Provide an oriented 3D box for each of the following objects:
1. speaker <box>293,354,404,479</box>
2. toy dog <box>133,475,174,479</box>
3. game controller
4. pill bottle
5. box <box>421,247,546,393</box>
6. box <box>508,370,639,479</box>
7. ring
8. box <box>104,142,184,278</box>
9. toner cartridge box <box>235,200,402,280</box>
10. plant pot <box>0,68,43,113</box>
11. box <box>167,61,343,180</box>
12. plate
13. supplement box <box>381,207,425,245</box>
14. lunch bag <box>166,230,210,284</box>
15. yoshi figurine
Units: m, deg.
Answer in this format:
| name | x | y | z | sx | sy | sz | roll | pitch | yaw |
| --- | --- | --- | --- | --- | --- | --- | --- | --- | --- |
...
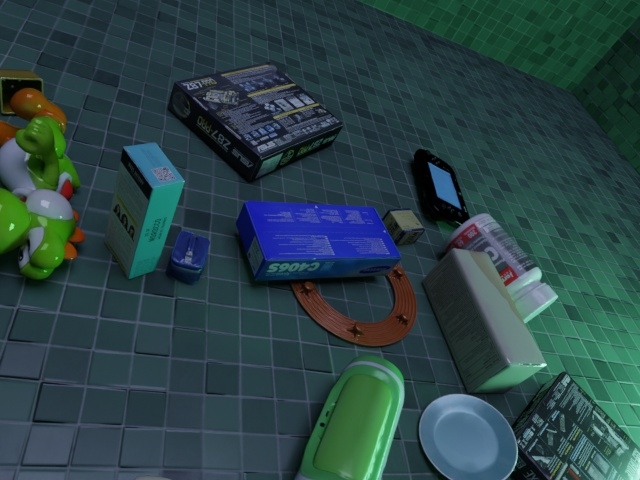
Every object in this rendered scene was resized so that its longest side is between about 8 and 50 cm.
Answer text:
| name | x | y | z | sx | sy | sz | roll | pitch | yaw |
| --- | --- | --- | --- | --- | --- | --- | --- | --- | --- |
| speaker | 0.052 | 0.335 | 0.844 | 0.131 | 0.131 | 0.296 | 33 | 40 | 0 |
| toy dog | -0.288 | 0.390 | 0.458 | 0.408 | 0.284 | 0.395 | 14 | 43 | -18 |
| game controller | 0.383 | -0.166 | 1.598 | 0.167 | 0.067 | 0.319 | 16 | 44 | -18 |
| pill bottle | 0.472 | 0.079 | 1.337 | 0.161 | 0.161 | 0.283 | -14 | 58 | -41 |
| box | 0.369 | 0.184 | 1.182 | 0.121 | 0.148 | 0.311 | 8 | 48 | -27 |
| box | 0.535 | 0.454 | 1.072 | 0.308 | 0.076 | 0.242 | -23 | 65 | -44 |
| ring | 0.083 | 0.093 | 1.175 | 0.337 | 0.032 | 0.336 | 17 | 43 | -17 |
| box | -0.317 | -0.047 | 0.893 | 0.060 | 0.244 | 0.100 | -21 | 63 | -43 |
| toner cartridge box | 0.000 | 0.000 | 1.135 | 0.348 | 0.075 | 0.165 | 1 | 50 | -31 |
| plant pot | -0.655 | -0.328 | 1.090 | 0.082 | 0.081 | 0.083 | -14 | 46 | -41 |
| box | -0.165 | -0.348 | 1.407 | 0.318 | 0.097 | 0.395 | 43 | 41 | 9 |
| plate | 0.284 | 0.388 | 0.983 | 0.188 | 0.024 | 0.188 | 2 | 44 | -2 |
| supplement box | 0.222 | -0.038 | 1.374 | 0.083 | 0.056 | 0.083 | -7 | 54 | -37 |
| lunch bag | -0.257 | 0.028 | 0.996 | 0.067 | 0.065 | 0.098 | 19 | 43 | -16 |
| yoshi figurine | -0.535 | -0.104 | 0.871 | 0.203 | 0.203 | 0.362 | -12 | 58 | -21 |
